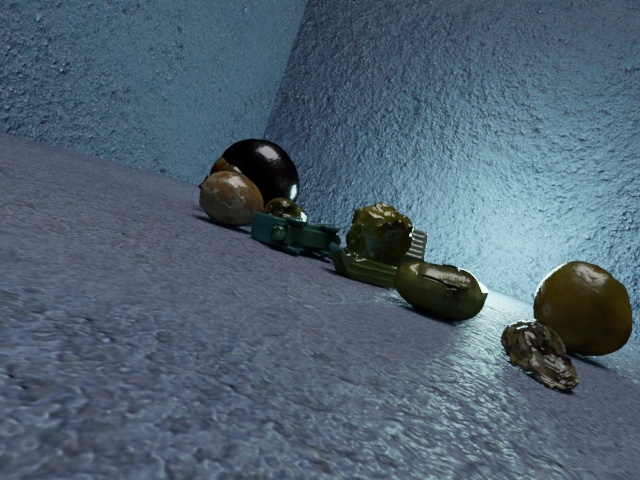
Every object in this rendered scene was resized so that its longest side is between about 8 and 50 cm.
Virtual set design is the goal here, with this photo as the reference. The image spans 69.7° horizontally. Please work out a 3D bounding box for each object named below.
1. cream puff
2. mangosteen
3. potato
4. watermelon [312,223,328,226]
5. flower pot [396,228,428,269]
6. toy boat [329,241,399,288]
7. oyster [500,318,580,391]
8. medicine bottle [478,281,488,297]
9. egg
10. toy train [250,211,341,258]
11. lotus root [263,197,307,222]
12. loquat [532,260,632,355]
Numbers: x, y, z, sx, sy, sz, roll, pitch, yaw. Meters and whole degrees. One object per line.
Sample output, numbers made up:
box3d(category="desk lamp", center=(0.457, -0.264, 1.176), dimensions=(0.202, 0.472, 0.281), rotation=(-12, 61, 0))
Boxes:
box3d(category="cream puff", center=(0.179, -0.012, 1.585), dimensions=(0.282, 0.281, 0.185), rotation=(15, 22, -42))
box3d(category="mangosteen", center=(-0.295, -0.246, 1.961), dimensions=(0.382, 0.381, 0.435), rotation=(21, 21, 20))
box3d(category="potato", center=(0.317, 0.129, 1.223), dimensions=(0.248, 0.143, 0.169), rotation=(18, -6, -1))
box3d(category="watermelon", center=(0.000, 0.000, 1.958), dimensions=(0.129, 0.123, 0.301), rotation=(-18, 21, -21))
box3d(category="flower pot", center=(0.296, 0.037, 1.827), dimensions=(0.190, 0.209, 0.239), rotation=(18, 6, -8))
box3d(category="toy boat", center=(0.139, 0.087, 1.424), dimensions=(0.276, 0.084, 0.111), rotation=(20, 1, -29))
box3d(category="oyster", center=(0.481, 0.240, 0.974), dimensions=(0.166, 0.094, 0.294), rotation=(28, 11, 3))
box3d(category="medicine bottle", center=(0.456, 0.169, 1.529), dimensions=(0.161, 0.111, 0.296), rotation=(22, 6, 30))
box3d(category="egg", center=(-0.309, -0.142, 1.616), dimensions=(0.234, 0.194, 0.195), rotation=(14, 6, -19))
box3d(category="toy train", center=(-0.072, -0.020, 1.556), dimensions=(0.194, 0.119, 0.298), rotation=(17, 5, 44))
box3d(category="lotus root", center=(-0.119, -0.065, 1.746), dimensions=(0.154, 0.154, 0.278), rotation=(22, -7, 31))
box3d(category="loquat", center=(0.801, 0.209, 1.406), dimensions=(0.276, 0.283, 0.276), rotation=(22, -1, 0))
